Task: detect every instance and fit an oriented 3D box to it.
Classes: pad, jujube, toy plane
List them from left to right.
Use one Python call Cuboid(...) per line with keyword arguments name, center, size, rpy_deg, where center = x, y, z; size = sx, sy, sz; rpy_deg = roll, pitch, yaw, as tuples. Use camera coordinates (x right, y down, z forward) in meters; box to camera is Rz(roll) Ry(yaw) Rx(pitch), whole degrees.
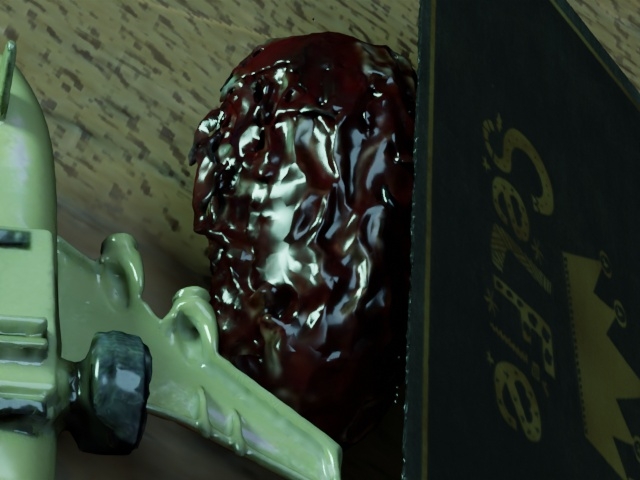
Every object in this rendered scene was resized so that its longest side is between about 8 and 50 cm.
Cuboid(name="toy plane", center=(-0.105, 0.032, 0.573), size=(0.229, 0.092, 0.244), rpy_deg=(5, 58, -16))
Cuboid(name="jujube", center=(0.004, 0.000, 0.675), size=(0.104, 0.104, 0.166), rpy_deg=(14, 64, -27))
Cuboid(name="pad", center=(0.105, 0.015, 0.665), size=(0.315, 0.063, 0.375), rpy_deg=(41, 39, -38))
